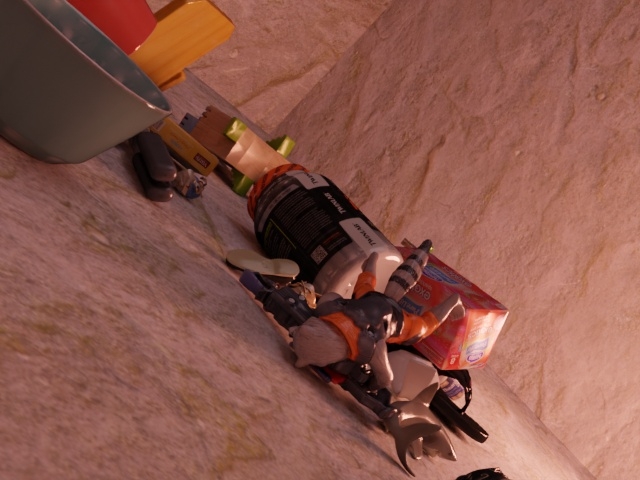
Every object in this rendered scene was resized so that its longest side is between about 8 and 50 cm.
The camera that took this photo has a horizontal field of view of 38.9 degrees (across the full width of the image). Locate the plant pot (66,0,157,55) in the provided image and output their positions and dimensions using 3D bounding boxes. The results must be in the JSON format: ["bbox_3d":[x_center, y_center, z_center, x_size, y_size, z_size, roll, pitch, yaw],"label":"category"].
[{"bbox_3d":[-0.488,-0.489,1.874,0.243,0.275,0.275,50,3,-29],"label":"plant pot"}]

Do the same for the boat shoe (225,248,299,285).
[{"bbox_3d":[-0.104,0.049,1.565,0.133,0.042,0.049,13,45,-23],"label":"boat shoe"}]

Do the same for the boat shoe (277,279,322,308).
[{"bbox_3d":[-0.035,0.102,1.650,0.063,0.059,0.170,50,11,36],"label":"boat shoe"}]

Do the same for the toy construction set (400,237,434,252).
[{"bbox_3d":[0.229,0.124,2.351,0.309,0.237,0.257,48,8,31],"label":"toy construction set"}]

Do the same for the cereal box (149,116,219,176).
[{"bbox_3d":[-0.301,-0.205,1.826,0.173,0.047,0.240,40,-5,-19],"label":"cereal box"}]

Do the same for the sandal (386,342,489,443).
[{"bbox_3d":[0.230,0.264,2.032,0.446,0.107,0.167,48,8,30],"label":"sandal"}]

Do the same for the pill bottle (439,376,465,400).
[{"bbox_3d":[0.305,0.336,2.218,0.120,0.067,0.067,41,7,-25],"label":"pill bottle"}]

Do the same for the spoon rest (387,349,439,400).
[{"bbox_3d":[0.179,0.272,1.809,0.137,0.084,0.276,22,-3,4],"label":"spoon rest"}]

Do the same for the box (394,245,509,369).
[{"bbox_3d":[0.243,0.143,1.990,0.142,0.154,0.300,5,24,-39],"label":"box"}]

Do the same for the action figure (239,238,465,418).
[{"bbox_3d":[0.044,0.099,1.460,0.341,0.178,0.330,38,36,15],"label":"action figure"}]

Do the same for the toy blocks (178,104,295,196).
[{"bbox_3d":[-0.227,-0.246,2.353,0.261,0.191,0.381,34,-1,33],"label":"toy blocks"}]

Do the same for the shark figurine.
[{"bbox_3d":[0.156,0.280,1.471,0.166,0.116,0.278,45,4,22],"label":"shark figurine"}]

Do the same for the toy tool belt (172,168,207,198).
[{"bbox_3d":[-0.246,-0.098,1.728,0.083,0.052,0.051,33,38,-61],"label":"toy tool belt"}]

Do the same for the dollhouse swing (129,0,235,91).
[{"bbox_3d":[-0.453,-0.567,2.306,0.315,0.305,0.347,46,8,14],"label":"dollhouse swing"}]

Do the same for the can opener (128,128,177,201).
[{"bbox_3d":[-0.324,-0.154,1.577,0.095,0.076,0.283,5,25,-23],"label":"can opener"}]

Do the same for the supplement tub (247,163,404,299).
[{"bbox_3d":[0.000,0.000,1.870,0.338,0.207,0.207,49,8,35],"label":"supplement tub"}]

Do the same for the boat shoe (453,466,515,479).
[{"bbox_3d":[0.234,0.384,1.299,0.113,0.127,0.340,14,-2,30],"label":"boat shoe"}]

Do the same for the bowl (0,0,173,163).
[{"bbox_3d":[-0.367,-0.219,1.209,0.311,0.163,0.311,43,6,-5],"label":"bowl"}]
